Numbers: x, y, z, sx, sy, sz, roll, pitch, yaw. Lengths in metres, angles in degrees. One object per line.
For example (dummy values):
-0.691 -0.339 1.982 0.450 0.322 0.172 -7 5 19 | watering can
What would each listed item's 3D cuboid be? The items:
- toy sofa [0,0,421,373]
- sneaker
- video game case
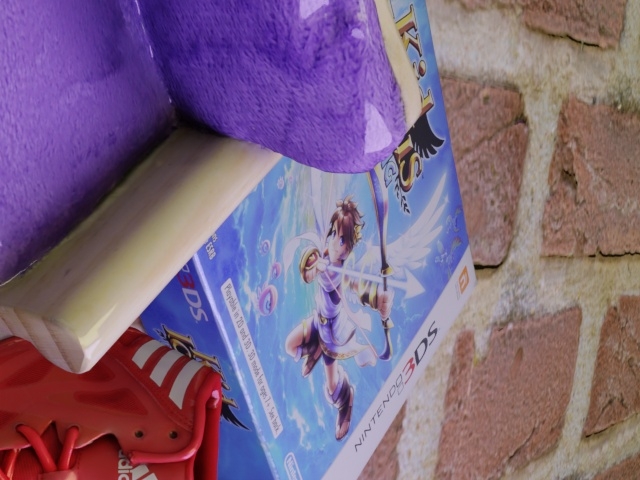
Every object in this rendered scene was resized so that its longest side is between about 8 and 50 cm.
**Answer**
-0.098 -0.141 0.374 0.150 0.177 0.362 -51 141 -40 | toy sofa
-0.118 0.084 0.462 0.221 0.128 0.087 -37 130 -50 | sneaker
0.000 0.000 0.705 0.244 0.061 0.269 -54 142 -38 | video game case
